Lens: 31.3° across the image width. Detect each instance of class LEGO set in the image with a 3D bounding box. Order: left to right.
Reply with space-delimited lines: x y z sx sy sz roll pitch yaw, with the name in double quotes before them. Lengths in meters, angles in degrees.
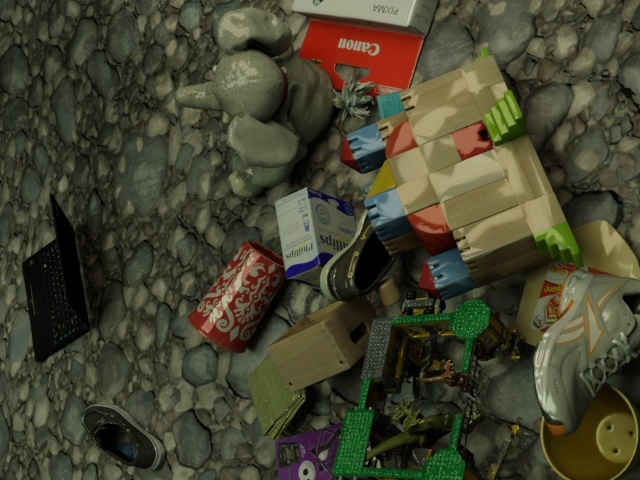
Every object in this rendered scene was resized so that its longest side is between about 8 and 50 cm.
"LEGO set" 0.172 0.252 1.598 0.255 0.192 0.331 -14 52 30

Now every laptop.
"laptop" -0.549 0.079 2.269 0.264 0.136 0.234 -31 60 31

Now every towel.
"towel" -0.071 0.245 1.873 0.110 0.027 0.148 -51 37 21

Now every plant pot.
"plant pot" 0.366 0.250 1.471 0.134 0.095 0.134 -11 72 38

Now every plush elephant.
"plush elephant" -0.109 -0.234 1.883 0.330 0.255 0.271 -9 76 40

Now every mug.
"mug" -0.144 0.081 1.943 0.150 0.113 0.169 41 102 37

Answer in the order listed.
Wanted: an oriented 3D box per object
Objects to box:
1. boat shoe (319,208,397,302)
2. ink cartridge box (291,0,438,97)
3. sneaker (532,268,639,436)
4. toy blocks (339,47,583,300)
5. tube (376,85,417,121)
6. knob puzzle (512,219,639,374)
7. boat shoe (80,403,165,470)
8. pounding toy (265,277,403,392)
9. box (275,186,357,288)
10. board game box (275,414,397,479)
"boat shoe" 0.088 0.008 1.726 0.069 0.081 0.227 -3 39 45
"ink cartridge box" 0.062 -0.372 1.919 0.275 0.060 0.239 18 90 42
"sneaker" 0.346 0.132 1.417 0.121 0.099 0.262 -2 43 32
"toy blocks" 0.174 -0.076 1.592 0.261 0.191 0.381 -22 61 7
"tube" 0.168 -0.216 1.797 0.207 0.052 0.080 -15 71 42
"knob puzzle" 0.365 0.067 1.563 0.213 0.030 0.213 -12 71 39
"boat shoe" -0.381 0.359 2.093 0.228 0.076 0.080 27 96 41
"pounding toy" 0.054 0.135 1.757 0.206 0.181 0.094 -28 95 37
"box" 0.000 0.000 1.829 0.072 0.126 0.137 -24 65 32
"board game box" 0.037 0.456 1.734 0.208 0.056 0.346 -25 64 38
